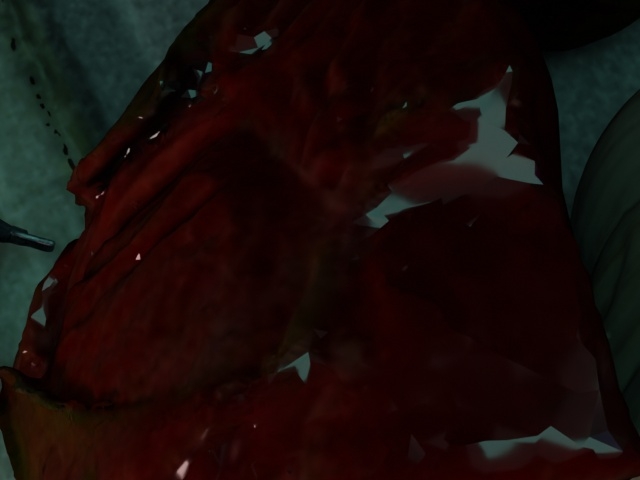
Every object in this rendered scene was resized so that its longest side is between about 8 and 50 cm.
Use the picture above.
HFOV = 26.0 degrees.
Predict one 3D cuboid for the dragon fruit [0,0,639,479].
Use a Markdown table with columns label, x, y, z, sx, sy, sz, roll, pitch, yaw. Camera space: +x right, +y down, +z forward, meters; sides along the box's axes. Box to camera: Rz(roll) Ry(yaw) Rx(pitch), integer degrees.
| label | x | y | z | sx | sy | sz | roll | pitch | yaw |
| --- | --- | --- | --- | --- | --- | --- | --- | --- | --- |
| dragon fruit | 0.000 | 0.000 | 0.590 | 0.302 | 0.240 | 0.330 | -14 | 54 | 24 |

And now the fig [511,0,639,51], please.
| label | x | y | z | sx | sy | sz | roll | pitch | yaw |
| --- | --- | --- | --- | --- | --- | --- | --- | --- | --- |
| fig | 0.117 | -0.141 | 0.634 | 0.154 | 0.103 | 0.109 | -2 | 100 | -25 |

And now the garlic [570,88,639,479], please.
| label | x | y | z | sx | sy | sz | roll | pitch | yaw |
| --- | --- | --- | --- | --- | --- | --- | --- | --- | --- |
| garlic | 0.239 | 0.069 | 0.512 | 0.317 | 0.259 | 0.317 | 15 | 48 | -17 |

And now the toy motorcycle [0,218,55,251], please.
| label | x | y | z | sx | sy | sz | roll | pitch | yaw |
| --- | --- | --- | --- | --- | --- | --- | --- | --- | --- |
| toy motorcycle | -0.205 | 0.008 | 0.610 | 0.173 | 0.058 | 0.100 | 28 | 81 | 12 |
